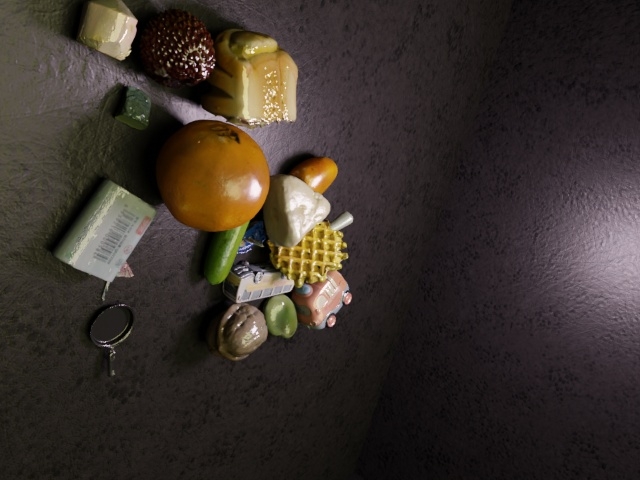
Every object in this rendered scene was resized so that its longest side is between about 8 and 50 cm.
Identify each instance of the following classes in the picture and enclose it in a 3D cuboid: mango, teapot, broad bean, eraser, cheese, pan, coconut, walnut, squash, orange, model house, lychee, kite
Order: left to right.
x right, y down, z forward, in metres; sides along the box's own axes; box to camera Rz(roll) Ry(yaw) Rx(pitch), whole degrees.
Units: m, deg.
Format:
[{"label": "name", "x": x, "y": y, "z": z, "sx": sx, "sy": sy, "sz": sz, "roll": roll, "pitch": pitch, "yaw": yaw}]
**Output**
[{"label": "eraser", "x": -0.548, "y": -0.025, "z": 1.169, "sx": 0.226, "sy": 0.081, "sz": 0.174, "roll": -59, "pitch": 142, "yaw": -10}, {"label": "coconut", "x": -0.461, "y": -0.469, "z": 0.989, "sx": 0.116, "sy": 0.116, "sz": 0.122, "roll": 5, "pitch": 110, "yaw": -57}, {"label": "pan", "x": -0.611, "y": 0.291, "z": 1.323, "sx": 0.136, "sy": 0.028, "sz": 0.234, "roll": -10, "pitch": 114, "yaw": -53}, {"label": "kite", "x": -0.582, "y": 0.096, "z": 1.263, "sx": 0.139, "sy": 0.011, "sz": 0.156, "roll": 15, "pitch": 96, "yaw": -55}, {"label": "model house", "x": -0.463, "y": -0.331, "z": 1.135, "sx": 0.079, "sy": 0.066, "sz": 0.083, "roll": 20, "pitch": 75, "yaw": -47}, {"label": "lychee", "x": -0.349, "y": -0.465, "z": 1.104, "sx": 0.188, "sy": 0.188, "sz": 0.187, "roll": -33, "pitch": 135, "yaw": -41}, {"label": "orange", "x": -0.293, "y": -0.174, "z": 1.246, "sx": 0.312, "sy": 0.312, "sz": 0.311, "roll": -33, "pitch": 135, "yaw": -41}, {"label": "squash", "x": -0.303, "y": -0.028, "z": 1.512, "sx": 0.101, "sy": 0.102, "sz": 0.378, "roll": 14, "pitch": 102, "yaw": -58}, {"label": "walnut", "x": -0.303, "y": 0.330, "z": 1.637, "sx": 0.224, "sy": 0.224, "sz": 0.224, "roll": -33, "pitch": 135, "yaw": -41}, {"label": "broad bean", "x": -0.168, "y": 0.323, "z": 1.933, "sx": 0.169, "sy": 0.100, "sz": 0.228, "roll": -65, "pitch": 147, "yaw": -17}, {"label": "cheese", "x": -0.098, "y": -0.135, "z": 1.638, "sx": 0.251, "sy": 0.174, "sz": 0.247, "roll": -32, "pitch": 110, "yaw": -32}, {"label": "mango", "x": -0.017, "y": -0.251, "z": 1.766, "sx": 0.252, "sy": 0.126, "sz": 0.153, "roll": -28, "pitch": 139, "yaw": -49}, {"label": "teapot", "x": -0.012, "y": -0.018, "z": 1.895, "sx": 0.318, "sy": 0.149, "sz": 0.220, "roll": -62, "pitch": 149, "yaw": -6}]

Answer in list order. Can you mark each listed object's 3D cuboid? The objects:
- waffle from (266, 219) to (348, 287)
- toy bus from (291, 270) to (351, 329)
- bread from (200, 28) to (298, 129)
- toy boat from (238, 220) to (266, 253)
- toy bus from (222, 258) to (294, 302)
[{"label": "waffle", "x": -0.051, "y": 0.019, "z": 1.753, "sx": 0.312, "sy": 0.307, "sz": 0.060, "roll": -26, "pitch": 175, "yaw": -26}, {"label": "toy bus", "x": -0.009, "y": 0.241, "z": 2.034, "sx": 0.287, "sy": 0.194, "sz": 0.232, "roll": -49, "pitch": 135, "yaw": -27}, {"label": "bread", "x": -0.209, "y": -0.457, "z": 1.292, "sx": 0.316, "sy": 0.212, "sz": 0.269, "roll": -31, "pitch": 126, "yaw": -54}, {"label": "toy boat", "x": -0.241, "y": -0.001, "z": 1.608, "sx": 0.175, "sy": 0.110, "sz": 0.091, "roll": -38, "pitch": 135, "yaw": -36}, {"label": "toy bus", "x": -0.226, "y": 0.149, "z": 1.742, "sx": 0.343, "sy": 0.097, "sz": 0.137, "roll": -6, "pitch": 121, "yaw": -56}]
